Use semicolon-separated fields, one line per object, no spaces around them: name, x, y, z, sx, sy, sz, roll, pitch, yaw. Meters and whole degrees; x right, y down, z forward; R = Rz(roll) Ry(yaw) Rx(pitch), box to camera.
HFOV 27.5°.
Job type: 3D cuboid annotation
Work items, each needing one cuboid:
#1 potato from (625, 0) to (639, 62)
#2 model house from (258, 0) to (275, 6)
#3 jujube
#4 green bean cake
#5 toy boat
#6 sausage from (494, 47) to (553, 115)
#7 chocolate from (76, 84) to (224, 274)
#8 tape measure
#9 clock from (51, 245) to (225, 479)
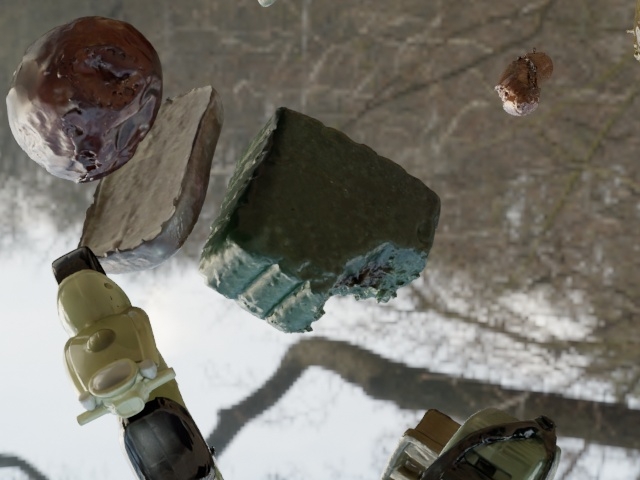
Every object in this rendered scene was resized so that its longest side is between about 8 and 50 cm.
potato;0.378;-0.157;1.111;0.239;0.299;0.116;10;-134;23
model house;-0.056;-0.501;1.951;0.267;0.325;0.194;4;-132;-14
jujube;-0.281;-0.169;1.552;0.183;0.183;0.243;-6;171;-23
green bean cake;0.000;0.000;1.886;0.300;0.169;0.308;31;-136;-14
toy boat;0.137;0.287;1.564;0.116;0.188;0.061;32;-130;12
sausage;0.366;-0.286;2.362;0.087;0.079;0.326;6;-160;14
chocolate;-0.223;-0.077;1.830;0.185;0.100;0.303;-20;-137;33
tape measure;0.155;0.264;1.271;0.115;0.207;0.235;33;-169;19
clock;-0.208;0.199;1.566;0.120;0.379;0.276;-30;-160;-3
